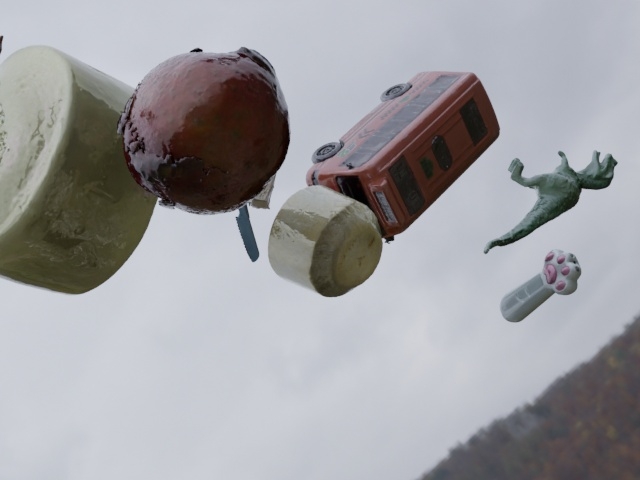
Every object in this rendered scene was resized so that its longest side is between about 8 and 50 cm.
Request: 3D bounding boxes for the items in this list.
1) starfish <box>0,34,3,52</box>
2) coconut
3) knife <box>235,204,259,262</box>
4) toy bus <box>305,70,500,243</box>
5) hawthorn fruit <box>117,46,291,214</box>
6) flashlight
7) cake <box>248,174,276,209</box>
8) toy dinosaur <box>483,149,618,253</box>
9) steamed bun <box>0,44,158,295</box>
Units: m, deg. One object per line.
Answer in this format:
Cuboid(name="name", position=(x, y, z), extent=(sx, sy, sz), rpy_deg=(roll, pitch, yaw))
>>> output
Cuboid(name="starfish", position=(-0.605, -0.324, 1.637), extent=(0.213, 0.238, 0.057), rpy_deg=(7, -33, -46))
Cuboid(name="coconut", position=(0.000, 0.000, 1.954), extent=(0.202, 0.222, 0.202), rpy_deg=(-24, -56, -40))
Cuboid(name="knife", position=(-0.197, -0.052, 2.598), extent=(0.019, 0.044, 0.313), rpy_deg=(-70, -24, -43))
Cuboid(name="toy bus", position=(0.183, -0.181, 2.177), extent=(0.427, 0.233, 0.203), rpy_deg=(-44, -61, -29))
Cuboid(name="hawthorn fruit", position=(-0.188, -0.192, 1.737), extent=(0.316, 0.316, 0.316), rpy_deg=(-37, -22, -18))
Cuboid(name="flashlight", position=(0.415, 0.092, 1.947), extent=(0.047, 0.093, 0.200), rpy_deg=(9, -37, -35))
Cuboid(name="cake", position=(-0.133, -0.133, 2.388), extent=(0.065, 0.052, 0.121), rpy_deg=(88, -167, -65))
Cuboid(name="toy dinosaur", position=(0.316, -0.077, 1.561), extent=(0.383, 0.129, 0.076), rpy_deg=(-30, -29, -34))
Cuboid(name="steamed bun", position=(-0.496, -0.121, 1.998), extent=(0.371, 0.290, 0.456), rpy_deg=(25, -95, -52))
